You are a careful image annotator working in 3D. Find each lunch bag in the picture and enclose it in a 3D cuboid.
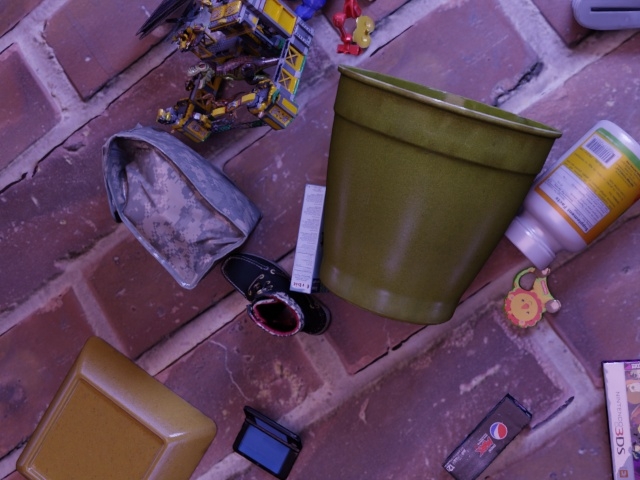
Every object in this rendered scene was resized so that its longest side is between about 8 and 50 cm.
[{"bbox_3d":[-0.260,-0.080,1.462,0.169,0.235,0.287,-42,97,9],"label":"lunch bag"}]

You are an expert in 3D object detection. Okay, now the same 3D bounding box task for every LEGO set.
[{"bbox_3d":[-0.181,-0.315,1.440,0.331,0.192,0.254,8,72,46],"label":"LEGO set"}]

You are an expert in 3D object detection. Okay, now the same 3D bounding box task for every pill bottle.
[{"bbox_3d":[0.420,-0.067,1.361,0.246,0.136,0.136,-44,77,10],"label":"pill bottle"}]

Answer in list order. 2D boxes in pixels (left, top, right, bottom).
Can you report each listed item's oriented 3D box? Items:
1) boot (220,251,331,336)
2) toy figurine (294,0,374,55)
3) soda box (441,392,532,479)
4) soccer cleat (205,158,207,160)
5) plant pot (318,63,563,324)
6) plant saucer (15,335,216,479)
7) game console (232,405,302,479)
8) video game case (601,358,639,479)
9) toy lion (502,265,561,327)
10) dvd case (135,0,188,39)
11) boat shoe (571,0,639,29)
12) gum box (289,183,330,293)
[{"bbox_3d":[-0.101,0.094,1.477,0.236,0.178,0.085,33,96,14],"label":"boot"},{"bbox_3d":[-0.013,-0.525,1.483,0.217,0.191,0.362,9,90,21],"label":"toy figurine"},{"bbox_3d":[0.287,0.345,1.423,0.060,0.053,0.169,43,99,13],"label":"soda box"},{"bbox_3d":[-0.259,-0.149,1.611,0.083,0.029,0.035,-18,87,19],"label":"soccer cleat"},{"bbox_3d":[0.156,-0.065,1.353,0.367,0.366,0.352,21,106,15],"label":"plant pot"},{"bbox_3d":[-0.420,0.410,1.605,0.333,0.081,0.332,32,96,14],"label":"plant saucer"},{"bbox_3d":[-0.102,0.374,1.524,0.122,0.107,0.071,27,67,14],"label":"game console"},{"bbox_3d":[0.588,0.296,1.348,0.232,0.042,0.210,-5,88,15],"label":"video game case"},{"bbox_3d":[0.360,0.098,1.428,0.096,0.034,0.100,-17,83,22],"label":"toy lion"},{"bbox_3d":[-0.247,-0.461,1.518,0.018,0.221,0.164,43,59,-24],"label":"dvd case"},{"bbox_3d":[0.568,-0.399,1.355,0.303,0.109,0.094,7,47,8],"label":"boat shoe"},{"bbox_3d":[0.000,0.000,1.465,0.041,0.157,0.184,9,90,15],"label":"gum box"}]
